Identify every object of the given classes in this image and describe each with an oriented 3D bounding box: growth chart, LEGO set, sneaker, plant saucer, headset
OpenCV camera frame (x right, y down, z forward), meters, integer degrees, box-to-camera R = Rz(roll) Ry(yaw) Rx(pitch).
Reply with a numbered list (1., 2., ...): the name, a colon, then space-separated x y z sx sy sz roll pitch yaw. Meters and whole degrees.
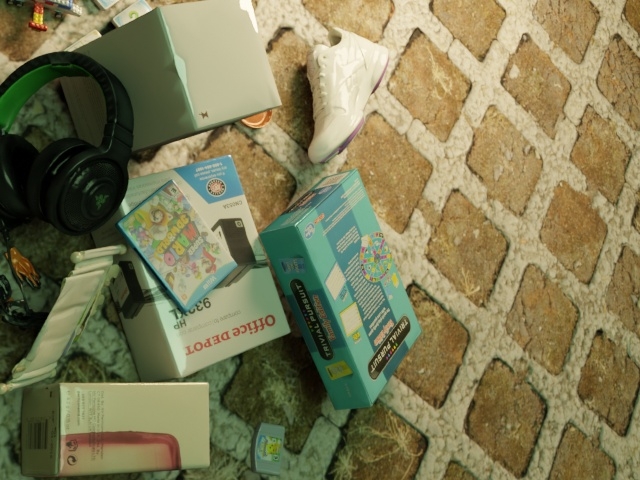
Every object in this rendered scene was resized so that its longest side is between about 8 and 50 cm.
1. growth chart: -0.355 0.107 1.349 0.021 0.172 0.237 30 92 10
2. LEGO set: -0.388 -0.372 1.534 0.182 0.060 0.244 51 55 -11
3. sneaker: 0.018 -0.271 1.796 0.152 0.114 0.305 30 57 -12
4. plant saucer: -0.123 -0.240 1.724 0.083 0.013 0.083 11 71 -35
5. headset: -0.382 -0.069 1.369 0.185 0.243 0.394 37 61 -62

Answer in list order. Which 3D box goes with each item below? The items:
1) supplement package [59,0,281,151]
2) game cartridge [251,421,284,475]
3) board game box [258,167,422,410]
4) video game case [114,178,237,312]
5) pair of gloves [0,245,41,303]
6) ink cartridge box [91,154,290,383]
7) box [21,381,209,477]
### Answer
1. supplement package: -0.233 -0.238 1.445 0.175 0.293 0.177 -23 100 -43
2. game cartridge: -0.089 0.347 1.599 0.056 0.017 0.083 16 69 -29
3. board game box: 0.043 0.080 1.650 0.254 0.079 0.336 -44 116 -54
4. video game case: -0.212 0.008 1.428 0.119 0.015 0.166 -45 105 -35
5. pair of gloves: -0.453 0.057 1.402 0.074 0.010 0.083 53 53 -10
6. ink cartridge box: -0.209 0.045 1.513 0.223 0.129 0.307 -19 90 -39
7. box: -0.294 0.271 1.380 0.232 0.149 0.126 6 76 -35
